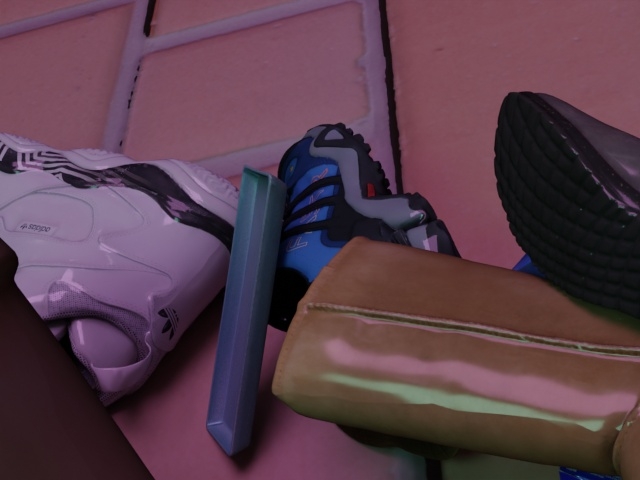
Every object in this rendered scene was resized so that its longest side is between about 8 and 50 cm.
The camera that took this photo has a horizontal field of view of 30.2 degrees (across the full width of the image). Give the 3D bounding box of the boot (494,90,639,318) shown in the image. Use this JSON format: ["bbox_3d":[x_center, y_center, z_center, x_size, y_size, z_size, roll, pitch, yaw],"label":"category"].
[{"bbox_3d":[0.209,-0.010,0.611,0.161,0.083,0.246,-11,35,-22],"label":"boot"}]

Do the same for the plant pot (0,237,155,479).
[{"bbox_3d":[-0.197,0.177,0.576,0.323,0.280,0.323,-46,6,7],"label":"plant pot"}]

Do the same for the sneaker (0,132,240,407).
[{"bbox_3d":[-0.245,0.026,0.944,0.366,0.137,0.210,6,41,25],"label":"sneaker"}]

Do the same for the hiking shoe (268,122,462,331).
[{"bbox_3d":[0.000,0.000,0.862,0.132,0.113,0.304,-29,23,-5],"label":"hiking shoe"}]

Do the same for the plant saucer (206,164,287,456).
[{"bbox_3d":[-0.050,0.047,0.810,0.018,0.192,0.067,7,7,-20],"label":"plant saucer"}]

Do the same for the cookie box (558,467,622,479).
[{"bbox_3d":[0.179,0.124,0.669,0.040,0.092,0.107,18,50,34],"label":"cookie box"}]

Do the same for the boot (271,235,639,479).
[{"bbox_3d":[0.098,0.098,0.591,0.269,0.089,0.236,10,34,25],"label":"boot"}]

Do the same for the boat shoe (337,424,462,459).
[{"bbox_3d":[0.054,0.110,0.785,0.045,0.050,0.135,-18,22,-38],"label":"boat shoe"}]

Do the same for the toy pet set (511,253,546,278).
[{"bbox_3d":[0.149,0.048,0.799,0.122,0.065,0.114,19,52,39],"label":"toy pet set"}]
